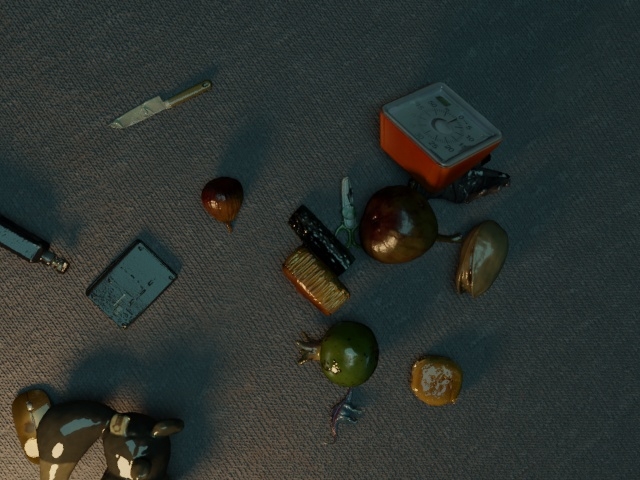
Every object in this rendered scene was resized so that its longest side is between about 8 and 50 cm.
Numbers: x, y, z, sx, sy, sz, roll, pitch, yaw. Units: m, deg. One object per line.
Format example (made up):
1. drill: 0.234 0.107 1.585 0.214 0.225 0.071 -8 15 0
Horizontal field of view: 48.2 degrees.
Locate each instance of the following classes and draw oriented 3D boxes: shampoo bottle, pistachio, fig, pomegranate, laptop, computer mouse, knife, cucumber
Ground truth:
1. shampoo bottle: -0.788 -0.005 1.836 0.309 0.098 0.071 33 83 -8
2. pistachio: 0.446 0.052 1.999 0.135 0.136 0.226 21 89 -8
3. fig: -0.264 -0.105 1.920 0.119 0.153 0.119 5 54 -7
4. fig: 0.268 -0.021 1.959 0.320 0.217 0.217 17 90 -30
5. pomegranate: 0.046 0.303 1.942 0.224 0.181 0.182 6 91 13
6. laptop: -0.507 0.118 1.917 0.207 0.026 0.154 -45 98 -4
7. computer mouse: -0.744 0.494 1.890 0.102 0.045 0.199 -16 95 -10
8. knife: -0.429 -0.366 1.915 0.297 0.017 0.047 -27 94 -2
9. cucumber: -0.001 0.001 1.954 0.078 0.062 0.211 -44 91 6

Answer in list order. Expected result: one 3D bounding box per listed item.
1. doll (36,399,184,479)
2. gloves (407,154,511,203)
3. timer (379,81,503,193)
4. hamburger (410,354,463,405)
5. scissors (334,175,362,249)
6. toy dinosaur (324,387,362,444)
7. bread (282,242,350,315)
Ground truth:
1. doll: -0.542 0.607 1.857 0.378 0.252 0.383 14 90 16
2. gloves: 0.386 -0.170 1.993 0.285 0.119 0.142 1 100 6
3. timer: 0.319 -0.288 1.920 0.250 0.161 0.257 -35 66 -18
4. hamburger: 0.327 0.396 2.021 0.147 0.083 0.138 11 95 -5
5. scissors: 0.078 -0.076 1.993 0.101 0.027 0.205 -8 96 -10
6. toy dinosaur: 0.069 0.486 2.007 0.080 0.045 0.197 25 81 5
7. bread: -0.016 0.109 1.909 0.104 0.199 0.199 -43 97 -4
